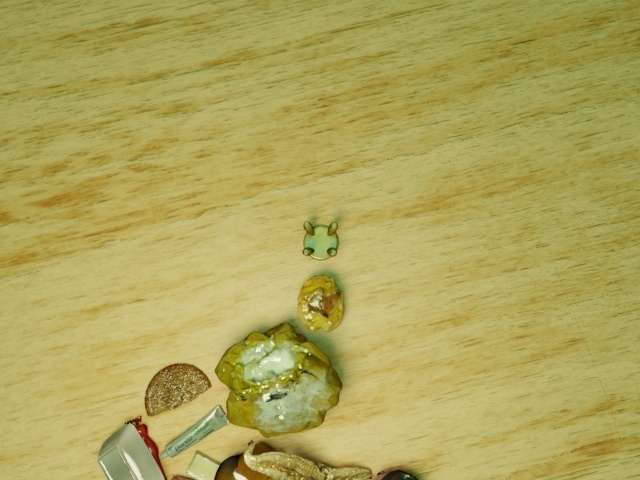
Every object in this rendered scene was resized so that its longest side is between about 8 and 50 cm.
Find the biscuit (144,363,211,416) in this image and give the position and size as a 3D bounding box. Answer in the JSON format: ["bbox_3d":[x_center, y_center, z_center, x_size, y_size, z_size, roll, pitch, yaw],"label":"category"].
[{"bbox_3d":[-0.440,0.437,1.397,0.206,0.025,0.125,-26,82,-3],"label":"biscuit"}]

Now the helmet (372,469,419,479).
[{"bbox_3d":[0.201,0.761,1.281,0.198,0.154,0.253,-7,93,-41],"label":"helmet"}]

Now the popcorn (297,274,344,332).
[{"bbox_3d":[0.001,0.188,1.374,0.149,0.152,0.167,-19,92,-21],"label":"popcorn"}]

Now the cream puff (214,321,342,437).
[{"bbox_3d":[-0.109,0.392,1.315,0.324,0.269,0.274,-16,116,0],"label":"cream puff"}]

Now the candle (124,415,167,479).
[{"bbox_3d":[-0.478,0.670,1.357,0.051,0.048,0.329,-27,83,13],"label":"candle"}]

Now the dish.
[{"bbox_3d":[-0.541,0.656,1.320,0.154,0.064,0.234,-39,81,19],"label":"dish"}]

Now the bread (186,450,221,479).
[{"bbox_3d":[-0.311,0.680,1.361,0.154,0.028,0.068,26,83,3],"label":"bread"}]

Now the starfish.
[{"bbox_3d":[-0.043,0.723,1.252,0.432,0.082,0.323,21,77,-33],"label":"starfish"}]

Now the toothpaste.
[{"bbox_3d":[-0.374,0.572,1.373,0.218,0.041,0.064,-33,95,-6],"label":"toothpaste"}]

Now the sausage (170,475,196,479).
[{"bbox_3d":[-0.350,0.725,1.346,0.177,0.040,0.047,26,44,3],"label":"sausage"}]

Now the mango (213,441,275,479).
[{"bbox_3d":[-0.194,0.718,1.285,0.202,0.153,0.287,-13,88,10],"label":"mango"}]

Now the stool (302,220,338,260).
[{"bbox_3d":[0.000,0.000,1.409,0.135,0.110,0.134,-43,84,-4],"label":"stool"}]
